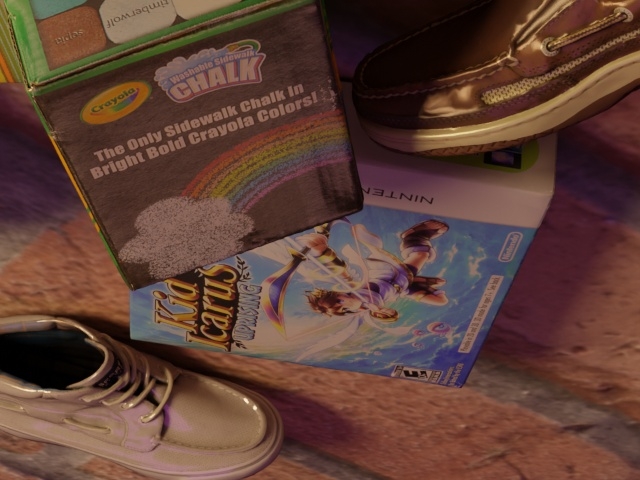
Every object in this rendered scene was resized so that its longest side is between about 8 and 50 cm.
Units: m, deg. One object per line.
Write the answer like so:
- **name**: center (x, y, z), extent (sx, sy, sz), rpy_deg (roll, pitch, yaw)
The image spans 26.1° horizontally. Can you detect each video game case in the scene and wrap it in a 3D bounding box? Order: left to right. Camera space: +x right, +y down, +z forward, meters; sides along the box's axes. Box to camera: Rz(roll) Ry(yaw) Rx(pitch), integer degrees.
- **video game case**: center (0.000, 0.000, 0.889), extent (0.244, 0.061, 0.269), rpy_deg (10, 148, -1)

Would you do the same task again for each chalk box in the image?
- **chalk box**: center (-0.070, -0.100, 0.641), extent (0.132, 0.132, 0.213), rpy_deg (-19, 145, -4)

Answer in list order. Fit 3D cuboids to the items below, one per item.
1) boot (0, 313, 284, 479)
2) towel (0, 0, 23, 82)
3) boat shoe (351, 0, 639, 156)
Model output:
- **boot**: center (-0.156, 0.124, 1.085), extent (0.258, 0.095, 0.123), rpy_deg (8, 155, 2)
- **towel**: center (-0.235, -0.129, 0.775), extent (0.237, 0.021, 0.102), rpy_deg (2, 144, 11)
- **boat shoe**: center (0.124, -0.118, 0.660), extent (0.257, 0.095, 0.095), rpy_deg (-15, 128, 22)
